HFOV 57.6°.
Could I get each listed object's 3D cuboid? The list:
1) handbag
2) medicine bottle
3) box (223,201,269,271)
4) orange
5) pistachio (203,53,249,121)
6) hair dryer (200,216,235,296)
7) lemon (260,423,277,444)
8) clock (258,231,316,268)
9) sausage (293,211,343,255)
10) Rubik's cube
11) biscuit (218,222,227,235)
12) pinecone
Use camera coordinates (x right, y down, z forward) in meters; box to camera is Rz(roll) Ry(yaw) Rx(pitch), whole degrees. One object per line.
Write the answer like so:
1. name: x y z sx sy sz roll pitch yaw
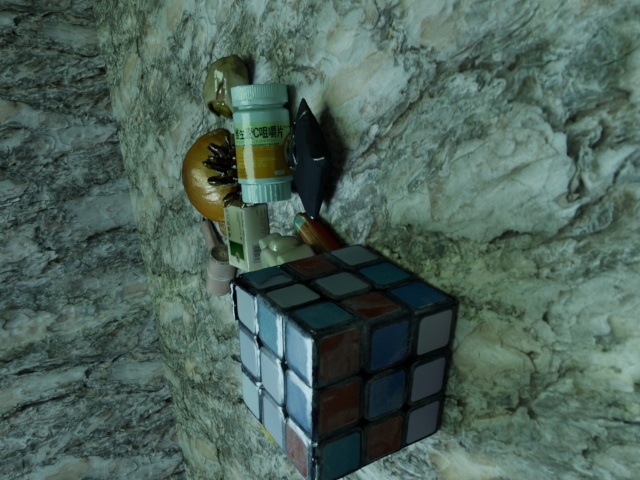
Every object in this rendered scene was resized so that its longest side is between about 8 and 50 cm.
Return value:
1. handbag: -0.031 -0.202 1.475 0.254 0.088 0.211 101 155 -56
2. medicine bottle: -0.158 -0.266 1.615 0.158 0.158 0.318 16 112 57
3. box: -0.241 -0.019 1.916 0.168 0.095 0.212 15 112 61
4. orange: -0.364 -0.231 2.059 0.274 0.274 0.310 25 90 55
5. pistachio: -0.289 -0.469 1.805 0.137 0.153 0.238 26 137 5
6. hair dryer: -0.411 0.034 2.251 0.189 0.106 0.344 105 150 -41
7. lemon: -0.063 0.459 1.644 0.228 0.228 0.254 42 129 47
8. clock: -0.067 0.119 1.590 0.309 0.114 0.284 39 152 63
9. sausage: 0.000 0.000 1.527 0.264 0.083 0.083 51 141 41
10. Rubik's cube: 0.044 0.243 1.266 0.363 0.358 0.362 26 121 51
11. biscuit: -0.372 -0.059 2.204 0.091 0.015 0.078 63 147 26
12. pinecone: -0.262 -0.220 1.777 0.202 0.201 0.229 -9 62 21
